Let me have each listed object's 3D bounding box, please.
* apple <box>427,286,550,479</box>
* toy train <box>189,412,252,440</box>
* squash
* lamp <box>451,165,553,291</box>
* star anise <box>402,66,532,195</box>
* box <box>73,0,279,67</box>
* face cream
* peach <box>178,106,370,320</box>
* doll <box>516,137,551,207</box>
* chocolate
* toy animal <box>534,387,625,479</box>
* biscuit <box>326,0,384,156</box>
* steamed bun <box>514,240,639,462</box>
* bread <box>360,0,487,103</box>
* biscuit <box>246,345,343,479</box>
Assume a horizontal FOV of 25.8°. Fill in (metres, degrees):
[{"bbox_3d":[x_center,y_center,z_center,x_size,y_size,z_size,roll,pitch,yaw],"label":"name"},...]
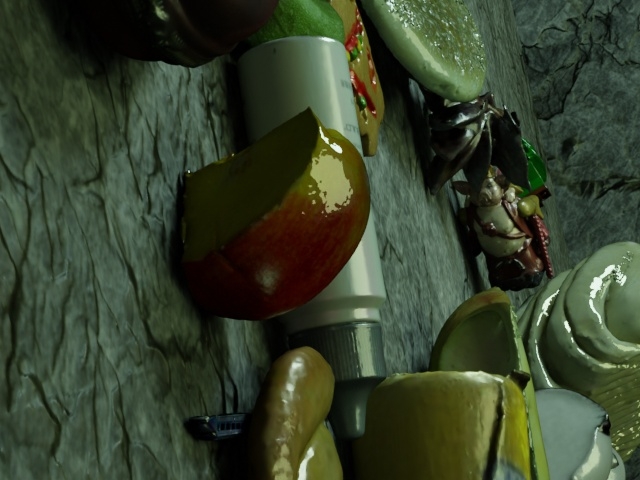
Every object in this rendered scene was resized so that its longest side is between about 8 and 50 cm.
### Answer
[{"bbox_3d":[0.180,0.187,1.554,0.193,0.120,0.264,40,41,-86],"label":"apple"},{"bbox_3d":[-0.065,0.120,0.902,0.083,0.017,0.017,18,68,-72],"label":"toy train"},{"bbox_3d":[-0.027,-0.182,1.167,0.219,0.068,0.077,7,67,-75],"label":"squash"},{"bbox_3d":[0.251,-0.048,1.976,0.118,0.118,0.253,-78,153,-57],"label":"lamp"},{"bbox_3d":[0.180,-0.167,1.822,0.283,0.129,0.212,36,37,-55],"label":"star anise"},{"bbox_3d":[-0.125,-0.306,0.835,0.263,0.108,0.403,-72,147,-60],"label":"box"},{"bbox_3d":[0.000,0.000,1.085,0.092,0.092,0.311,27,52,-71],"label":"face cream"},{"bbox_3d":[-0.028,-0.014,0.941,0.118,0.151,0.151,66,15,4],"label":"peach"},{"bbox_3d":[0.289,-0.118,2.190,0.134,0.106,0.186,50,12,-34],"label":"doll"},{"bbox_3d":[0.118,0.325,1.138,0.162,0.162,0.445,49,34,-61],"label":"chocolate"},{"bbox_3d":[0.301,0.313,1.784,0.187,0.165,0.235,-57,139,-31],"label":"toy animal"},{"bbox_3d":[0.024,-0.201,1.426,0.212,0.041,0.238,-26,104,-73],"label":"biscuit"},{"bbox_3d":[0.391,0.159,1.990,0.247,0.339,0.352,52,-16,44],"label":"steamed bun"},{"bbox_3d":[0.122,-0.281,1.678,0.267,0.040,0.267,40,33,-33],"label":"bread"},{"bbox_3d":[-0.011,0.219,0.936,0.154,0.045,0.299,19,64,-72],"label":"biscuit"}]
